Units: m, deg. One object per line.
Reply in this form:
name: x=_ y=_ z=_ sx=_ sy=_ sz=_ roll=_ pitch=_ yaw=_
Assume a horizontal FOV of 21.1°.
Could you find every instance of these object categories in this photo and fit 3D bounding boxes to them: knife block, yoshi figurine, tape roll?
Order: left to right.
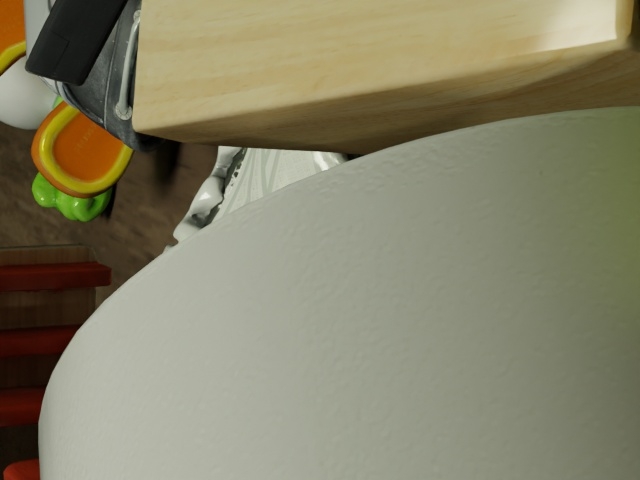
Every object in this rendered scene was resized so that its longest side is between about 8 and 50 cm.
yoshi figurine: x=-0.234 y=-0.117 z=1.213 sx=0.362 sy=0.203 sz=0.204 roll=-139 pitch=50 yaw=-70
tape roll: x=0.060 y=0.107 z=0.396 sx=0.246 sy=0.246 sz=0.169 roll=125 pitch=143 yaw=-48
knife block: x=0.069 y=-0.082 z=0.448 sx=0.242 sy=0.275 sz=0.088 roll=55 pitch=-141 yaw=-80

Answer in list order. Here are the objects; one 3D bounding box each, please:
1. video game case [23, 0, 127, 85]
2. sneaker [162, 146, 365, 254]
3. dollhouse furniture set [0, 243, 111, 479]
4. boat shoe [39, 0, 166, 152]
video game case: x=-0.092 y=-0.258 z=0.860 sx=0.275 sy=0.035 sz=0.248 roll=-55 pitch=33 yaw=38
sneaker: x=0.000 y=0.000 z=0.755 sx=0.118 sy=0.110 sz=0.292 roll=21 pitch=103 yaw=57
dollhouse furniture set: x=-0.074 y=0.088 z=0.635 sx=0.259 sy=0.262 sz=0.135 roll=17 pitch=107 yaw=59
boat shoe: x=-0.060 y=-0.187 z=0.952 sx=0.102 sy=0.108 sz=0.301 roll=41 pitch=113 yaw=25
